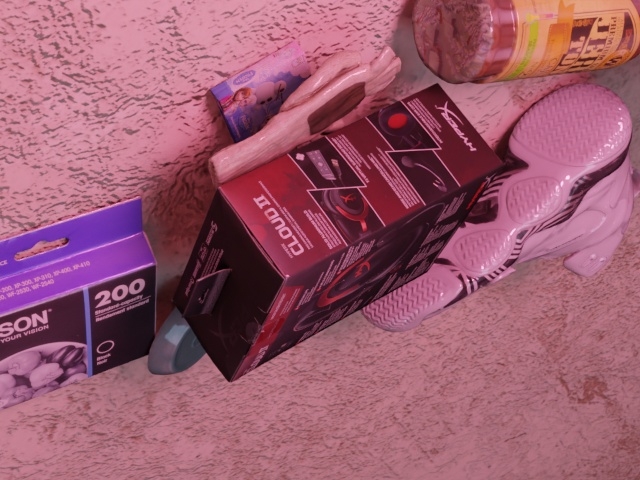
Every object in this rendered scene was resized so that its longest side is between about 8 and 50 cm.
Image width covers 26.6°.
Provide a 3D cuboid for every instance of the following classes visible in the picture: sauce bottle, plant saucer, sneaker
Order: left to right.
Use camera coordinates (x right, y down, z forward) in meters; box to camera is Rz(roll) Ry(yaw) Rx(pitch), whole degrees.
[{"bbox_3d":[-0.133,0.097,1.421,0.119,0.021,0.119,-46,159,-24],"label":"plant saucer"},{"bbox_3d":[0.218,-0.002,1.537,0.366,0.137,0.210,-40,144,3],"label":"sneaker"},{"bbox_3d":[0.249,-0.218,1.315,0.344,0.111,0.111,-12,141,-35],"label":"sauce bottle"}]

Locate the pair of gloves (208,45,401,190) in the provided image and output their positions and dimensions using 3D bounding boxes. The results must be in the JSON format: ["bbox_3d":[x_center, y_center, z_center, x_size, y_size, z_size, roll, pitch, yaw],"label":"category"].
[{"bbox_3d":[-0.009,-0.095,1.271,0.204,0.042,0.240,-36,165,-3],"label":"pair of gloves"}]

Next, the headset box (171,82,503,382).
[{"bbox_3d":[0.000,0.000,1.278,0.293,0.110,0.218,-28,162,-29],"label":"headset box"}]

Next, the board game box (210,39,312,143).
[{"bbox_3d":[-0.048,-0.130,1.248,0.090,0.020,0.090,-32,148,-6],"label":"board game box"}]

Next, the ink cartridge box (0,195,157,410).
[{"bbox_3d":[-0.256,0.068,1.295,0.206,0.045,0.208,-19,143,-22],"label":"ink cartridge box"}]
